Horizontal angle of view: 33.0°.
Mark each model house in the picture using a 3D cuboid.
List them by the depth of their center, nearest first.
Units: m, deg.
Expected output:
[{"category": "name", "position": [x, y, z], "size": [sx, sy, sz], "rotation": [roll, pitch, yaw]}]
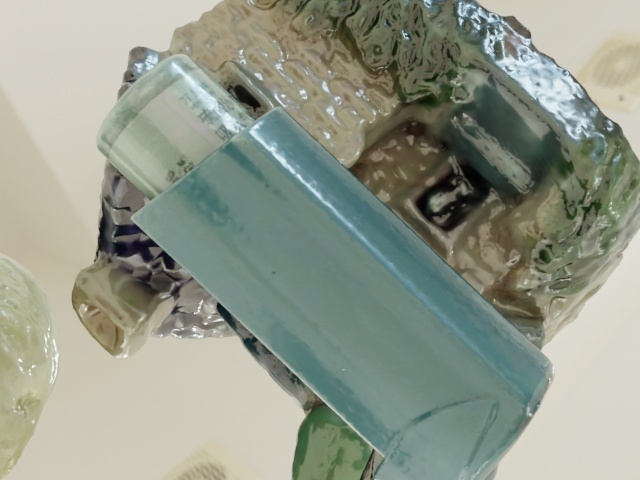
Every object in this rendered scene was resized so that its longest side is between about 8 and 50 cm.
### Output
[{"category": "model house", "position": [-0.001, 0.001, 0.689], "size": [0.284, 0.243, 0.298], "rotation": [-38, -107, -27]}]

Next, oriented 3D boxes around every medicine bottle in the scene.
[{"category": "medicine bottle", "position": [-0.001, 0.031, 0.511], "size": [0.124, 0.258, 0.079], "rotation": [-45, 179, 40]}]

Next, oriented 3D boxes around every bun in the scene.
[{"category": "bun", "position": [-0.283, 0.119, 0.800], "size": [0.153, 0.244, 0.244], "rotation": [23, -139, 2]}]
